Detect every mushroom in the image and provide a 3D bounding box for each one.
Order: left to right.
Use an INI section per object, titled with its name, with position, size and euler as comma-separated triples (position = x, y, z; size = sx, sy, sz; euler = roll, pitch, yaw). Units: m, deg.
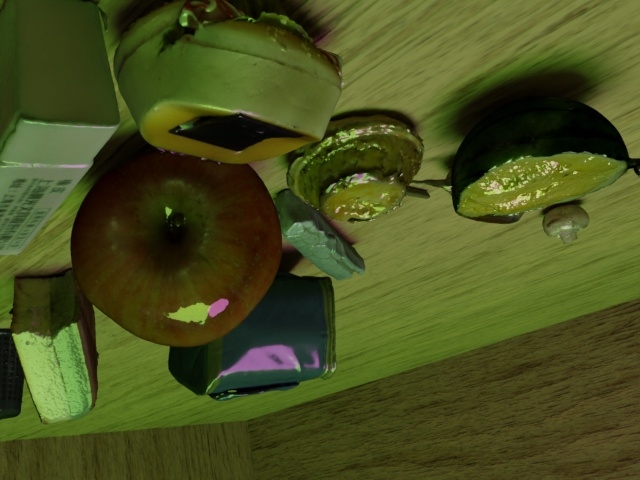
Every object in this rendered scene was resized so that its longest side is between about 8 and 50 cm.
[mushroom]
position = 0.446, -0.029, 1.360
size = 0.083, 0.067, 0.083
euler = -15, 167, -4

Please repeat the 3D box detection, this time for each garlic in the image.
[garlic]
position = 0.227, -0.072, 1.090
size = 0.128, 0.090, 0.198
euler = -8, 170, 32

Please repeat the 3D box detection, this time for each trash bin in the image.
[trash bin]
position = -0.658, 0.273, 1.471
size = 0.175, 0.161, 0.175
euler = -8, 161, -3

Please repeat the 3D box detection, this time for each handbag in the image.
[handbag]
position = -0.127, 0.159, 1.320
size = 0.241, 0.222, 0.263
euler = 1, 176, -26

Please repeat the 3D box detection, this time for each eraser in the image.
[eraser]
position = -0.277, -0.089, 0.674
size = 0.086, 0.130, 0.287
euler = 1, 157, -38

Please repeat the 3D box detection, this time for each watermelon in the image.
[watermelon]
position = 0.268, -0.109, 0.926
size = 0.232, 0.127, 0.204
euler = -16, 161, 21

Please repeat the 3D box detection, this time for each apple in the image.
[apple]
position = -0.163, 0.005, 0.896
size = 0.242, 0.242, 0.241
euler = -10, 174, -5

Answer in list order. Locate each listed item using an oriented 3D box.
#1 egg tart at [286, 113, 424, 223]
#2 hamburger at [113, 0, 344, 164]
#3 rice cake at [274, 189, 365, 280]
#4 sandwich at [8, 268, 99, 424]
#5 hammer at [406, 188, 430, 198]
[egg tart]
position = 0.048, -0.079, 0.943
size = 0.191, 0.074, 0.191
euler = -11, 153, -6
[hamburger]
position = -0.076, -0.141, 0.673
size = 0.173, 0.116, 0.210
euler = -14, 167, 36
[rice cake]
position = 0.000, 0.000, 1.195
size = 0.063, 0.066, 0.336
euler = -24, 160, 11
[sandwich]
position = -0.426, 0.172, 1.210
size = 0.108, 0.220, 0.186
euler = -7, 161, -9
[hammer]
position = 0.105, -0.082, 1.090
size = 0.195, 0.028, 0.060
euler = 3, 150, -45
